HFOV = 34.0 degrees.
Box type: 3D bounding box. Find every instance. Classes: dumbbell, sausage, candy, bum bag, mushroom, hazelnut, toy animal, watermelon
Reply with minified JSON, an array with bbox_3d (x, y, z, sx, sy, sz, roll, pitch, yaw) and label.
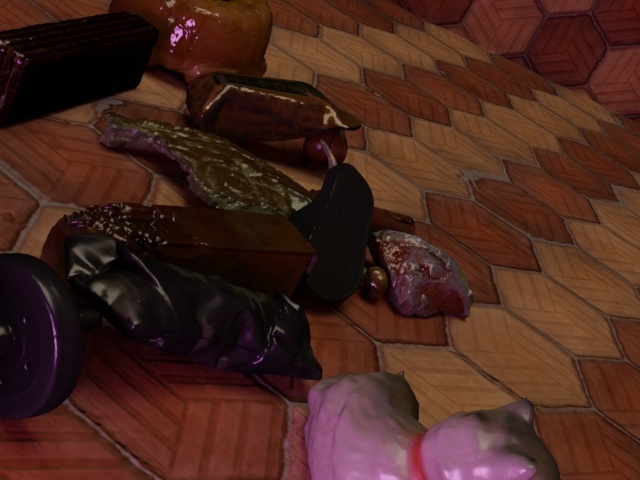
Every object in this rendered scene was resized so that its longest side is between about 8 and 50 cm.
[{"bbox_3d":[-0.301,0.088,0.832,0.143,0.143,0.325,40,26,26],"label":"dumbbell"},{"bbox_3d":[0.065,-0.041,1.606,0.177,0.040,0.047,18,27,-19],"label":"sausage"},{"bbox_3d":[-0.079,-0.209,1.662,0.271,0.101,0.143,0,30,-21],"label":"candy"},{"bbox_3d":[-0.118,0.081,1.086,0.340,0.095,0.144,23,20,-47],"label":"bum bag"},{"bbox_3d":[0.038,-0.026,1.506,0.043,0.068,0.306,15,36,-31],"label":"mushroom"},{"bbox_3d":[0.011,-0.158,1.734,0.086,0.086,0.086,23,24,-11],"label":"hazelnut"},{"bbox_3d":[0.109,0.195,1.024,0.266,0.188,0.308,21,27,7],"label":"toy animal"},{"bbox_3d":[0.141,0.054,1.454,0.187,0.071,0.139,34,34,-4],"label":"watermelon"}]

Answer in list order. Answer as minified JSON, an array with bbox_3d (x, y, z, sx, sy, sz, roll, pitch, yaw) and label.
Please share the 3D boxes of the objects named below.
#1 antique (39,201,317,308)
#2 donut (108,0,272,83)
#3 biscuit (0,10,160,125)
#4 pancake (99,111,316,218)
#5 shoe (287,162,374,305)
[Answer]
[{"bbox_3d":[-0.155,0.021,1.183,0.310,0.093,0.087,5,33,-41],"label":"antique"},{"bbox_3d":[-0.224,-0.386,1.857,0.299,0.150,0.317,15,27,-21],"label":"donut"},{"bbox_3d":[-0.355,-0.254,1.502,0.073,0.107,0.388,32,24,7],"label":"biscuit"},{"bbox_3d":[-0.135,-0.079,1.463,0.377,0.054,0.197,27,22,2],"label":"pancake"},{"bbox_3d":[0.000,0.000,1.392,0.108,0.093,0.241,49,39,-26],"label":"shoe"}]
